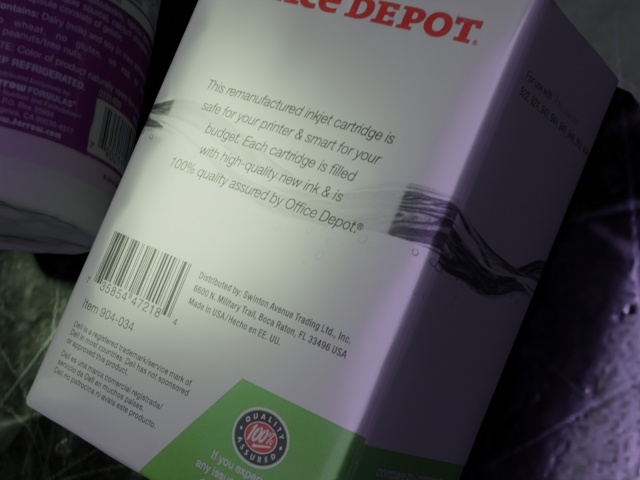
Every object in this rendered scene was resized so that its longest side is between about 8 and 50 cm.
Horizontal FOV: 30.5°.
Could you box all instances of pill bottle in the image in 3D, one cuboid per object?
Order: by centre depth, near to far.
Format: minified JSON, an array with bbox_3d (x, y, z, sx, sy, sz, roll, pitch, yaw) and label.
[{"bbox_3d":[-0.184,-0.155,0.731,0.169,0.169,0.301,-2,73,33],"label":"pill bottle"}]

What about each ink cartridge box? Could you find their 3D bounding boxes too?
[{"bbox_3d":[0.000,0.000,0.591,0.198,0.115,0.272,21,87,36],"label":"ink cartridge box"}]
